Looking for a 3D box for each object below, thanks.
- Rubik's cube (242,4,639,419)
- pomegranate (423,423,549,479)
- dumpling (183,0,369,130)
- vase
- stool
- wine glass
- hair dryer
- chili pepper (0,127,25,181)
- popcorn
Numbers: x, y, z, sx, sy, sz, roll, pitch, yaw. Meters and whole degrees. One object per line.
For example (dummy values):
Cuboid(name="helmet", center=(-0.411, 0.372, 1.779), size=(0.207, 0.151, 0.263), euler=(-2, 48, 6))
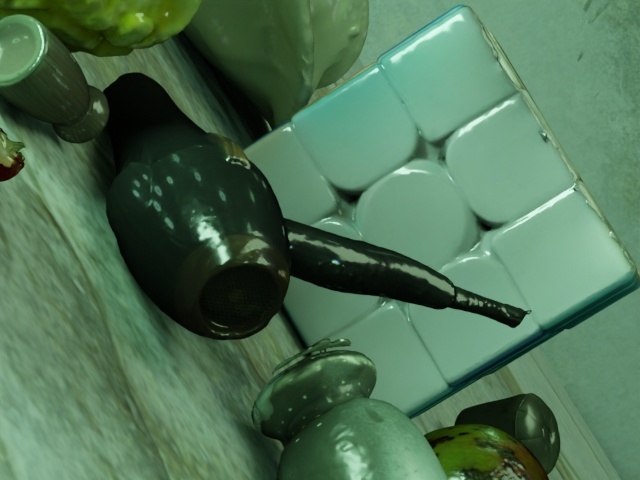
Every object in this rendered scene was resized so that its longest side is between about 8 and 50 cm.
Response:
Cuboid(name="Rubik's cube", center=(0.112, -0.011, 1.371), size=(0.291, 0.290, 0.292), euler=(60, 10, 9))
Cuboid(name="pomegranate", center=(0.094, 0.192, 1.112), size=(0.220, 0.156, 0.156), euler=(52, 12, -11))
Cuboid(name="dumpling", center=(-0.068, -0.241, 1.597), size=(0.395, 0.233, 0.315), euler=(-133, -140, -73))
Cuboid(name="vase", center=(-0.180, -0.104, 0.942), size=(0.053, 0.053, 0.100), euler=(64, 8, 27))
Cuboid(name="stool", center=(0.209, 0.225, 1.607), size=(0.096, 0.110, 0.096), euler=(21, 64, -51))
Cuboid(name="wine glass", center=(0.033, 0.176, 0.956), size=(0.204, 0.111, 0.111), euler=(60, 10, 31))
Cuboid(name="hair dryer", center=(0.000, 0.000, 1.057), size=(0.359, 0.120, 0.304), euler=(19, 19, -27))
Cuboid(name="chili pepper", center=(-0.203, -0.051, 0.754), size=(0.045, 0.027, 0.178), euler=(55, 10, 7))
Cuboid(name="popcorn", center=(-0.164, -0.217, 0.969), size=(0.167, 0.187, 0.185), euler=(81, -11, -57))
